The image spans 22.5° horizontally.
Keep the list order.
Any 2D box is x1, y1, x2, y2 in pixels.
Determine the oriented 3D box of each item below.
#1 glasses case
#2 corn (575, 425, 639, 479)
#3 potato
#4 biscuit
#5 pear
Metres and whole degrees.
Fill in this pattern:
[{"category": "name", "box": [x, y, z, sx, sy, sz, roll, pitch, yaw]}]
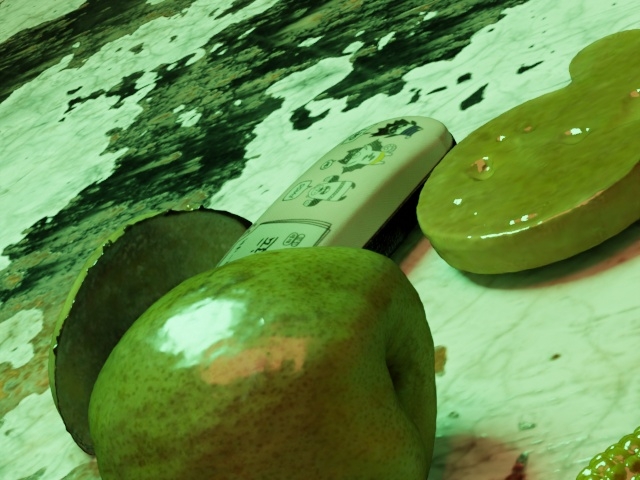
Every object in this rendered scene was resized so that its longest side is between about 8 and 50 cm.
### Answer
[{"category": "glasses case", "box": [0.000, 0.000, 1.300, 0.122, 0.075, 0.314, -4, 35, 49]}, {"category": "corn", "box": [0.223, 0.112, 0.833, 0.261, 0.097, 0.097, -33, 25, -13]}, {"category": "potato", "box": [-0.170, 0.051, 1.350, 0.100, 0.120, 0.261, -9, 31, 49]}, {"category": "biscuit", "box": [0.239, -0.083, 1.225, 0.355, 0.052, 0.275, -33, 25, -3]}, {"category": "pear", "box": [-0.036, 0.108, 1.003, 0.211, 0.188, 0.228, -13, 29, 18]}]
